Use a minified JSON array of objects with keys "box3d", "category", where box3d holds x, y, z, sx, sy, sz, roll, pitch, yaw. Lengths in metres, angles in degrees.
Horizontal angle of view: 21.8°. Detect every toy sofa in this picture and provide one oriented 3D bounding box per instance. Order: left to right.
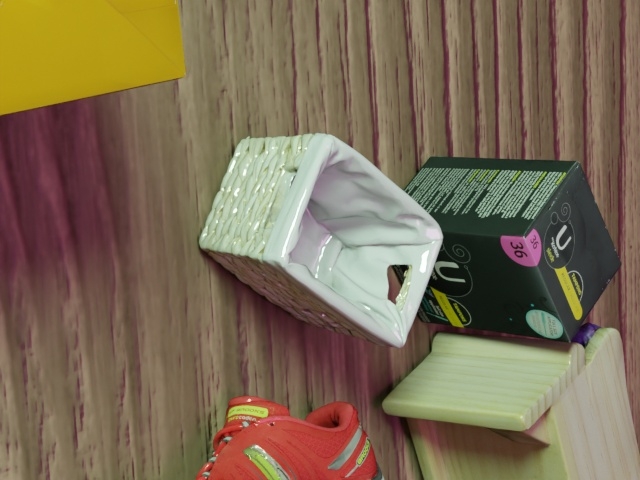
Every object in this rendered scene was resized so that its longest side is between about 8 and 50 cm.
[{"box3d":[0.198,0.254,1.513,0.177,0.150,0.362,-40,122,-44],"category":"toy sofa"}]

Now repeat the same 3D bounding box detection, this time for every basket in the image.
[{"box3d":[0.000,0.000,1.303,0.167,0.103,0.113,37,67,-42],"category":"basket"}]

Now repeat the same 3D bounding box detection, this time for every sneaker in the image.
[{"box3d":[-0.063,0.181,1.278,0.279,0.107,0.118,-6,80,-50],"category":"sneaker"}]

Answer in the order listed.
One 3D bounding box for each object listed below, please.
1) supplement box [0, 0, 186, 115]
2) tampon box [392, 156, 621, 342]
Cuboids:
[{"box3d":[-0.218,-0.145,0.979,0.191,0.194,0.129,-19,107,-45],"category":"supplement box"},{"box3d":[0.153,0.005,1.428,0.101,0.161,0.120,-51,127,-32],"category":"tampon box"}]
